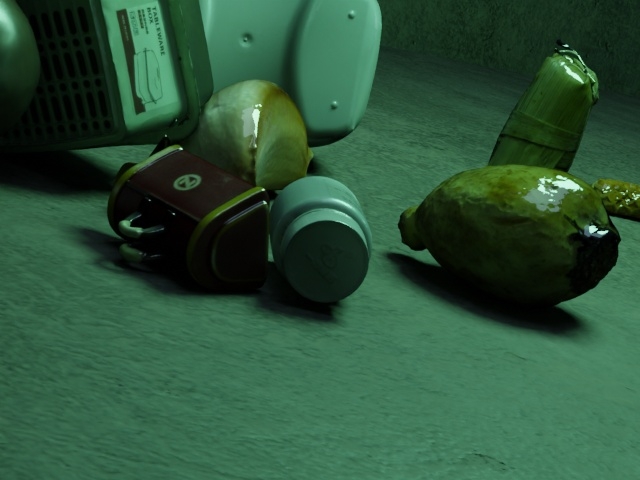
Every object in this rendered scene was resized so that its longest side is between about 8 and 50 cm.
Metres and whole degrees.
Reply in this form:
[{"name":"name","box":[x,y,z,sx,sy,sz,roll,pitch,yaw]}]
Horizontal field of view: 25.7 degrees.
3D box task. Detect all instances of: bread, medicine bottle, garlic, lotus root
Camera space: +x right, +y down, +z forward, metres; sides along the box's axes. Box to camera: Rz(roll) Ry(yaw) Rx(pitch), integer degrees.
[{"name":"bread","box":[0.429,-0.050,1.871,0.157,0.044,0.052,11,16,-15]},{"name":"medicine bottle","box":[0.000,0.000,1.110,0.080,0.080,0.130,13,14,-7]},{"name":"garlic","box":[-0.084,-0.087,1.355,0.115,0.128,0.206,-6,16,13]},{"name":"lotus root","box":[0.162,-0.008,1.250,0.214,0.138,0.138,9,9,29]}]

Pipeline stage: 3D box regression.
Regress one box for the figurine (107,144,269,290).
[{"name":"figurine","box":[-0.119,-0.013,1.079,0.098,0.082,0.154,-22,34,-37]}]

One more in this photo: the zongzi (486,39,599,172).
[{"name":"zongzi","box":[0.300,-0.145,1.790,0.094,0.205,0.204,31,14,18]}]

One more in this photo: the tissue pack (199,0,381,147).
[{"name":"tissue pack","box":[-0.113,-0.232,1.625,0.333,0.229,0.236,10,5,-21]}]

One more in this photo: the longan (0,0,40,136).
[{"name":"longan","box":[-0.339,-0.150,1.144,0.198,0.198,0.212,22,25,29]}]

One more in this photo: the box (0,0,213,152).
[{"name":"box","box":[-0.226,-0.223,1.281,0.220,0.290,0.166,-2,16,31]}]

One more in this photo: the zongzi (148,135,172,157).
[{"name":"zongzi","box":[-0.143,-0.039,1.207,0.067,0.073,0.083,20,-26,23]}]
